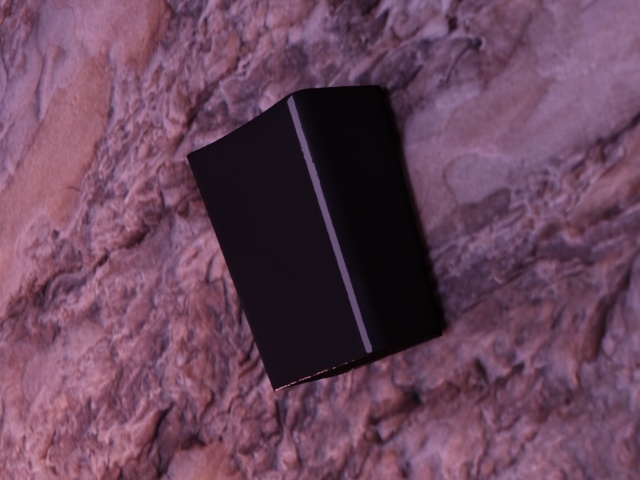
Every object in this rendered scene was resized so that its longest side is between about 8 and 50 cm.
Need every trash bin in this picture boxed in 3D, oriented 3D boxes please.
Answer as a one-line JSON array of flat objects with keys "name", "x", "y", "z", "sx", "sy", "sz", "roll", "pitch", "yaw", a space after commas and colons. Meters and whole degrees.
[{"name": "trash bin", "x": 0.000, "y": 0.000, "z": 1.350, "sx": 0.165, "sy": 0.115, "sz": 0.225, "roll": -26, "pitch": 79, "yaw": 44}]
